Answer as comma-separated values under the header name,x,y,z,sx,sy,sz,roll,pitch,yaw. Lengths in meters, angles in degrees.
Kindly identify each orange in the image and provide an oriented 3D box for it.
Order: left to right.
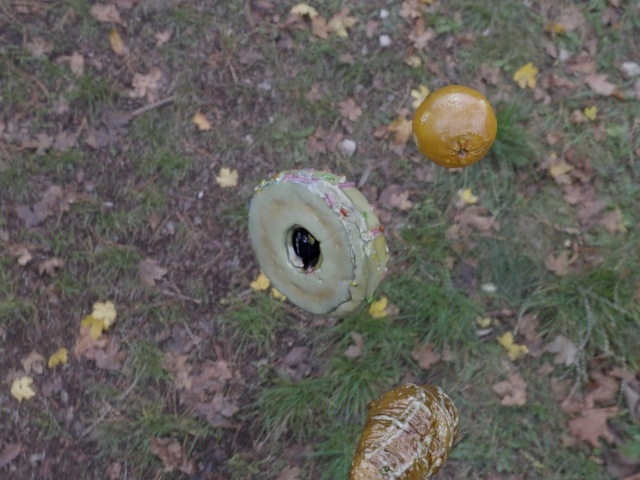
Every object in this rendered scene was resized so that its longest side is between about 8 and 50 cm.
name,x,y,z,sx,sy,sz,roll,pitch,yaw
orange,0.130,-0.109,0.774,0.083,0.083,0.070,12,53,-11

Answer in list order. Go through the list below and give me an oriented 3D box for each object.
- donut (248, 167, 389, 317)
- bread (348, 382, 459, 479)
name,x,y,z,sx,sy,sz,roll,pitch,yaw
donut,0.000,0.000,0.842,0.174,0.175,0.068,48,45,13
bread,0.106,0.211,0.885,0.105,0.076,0.233,63,28,4
